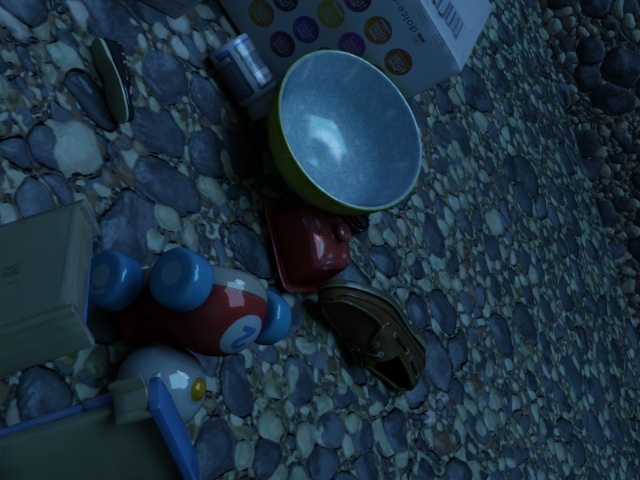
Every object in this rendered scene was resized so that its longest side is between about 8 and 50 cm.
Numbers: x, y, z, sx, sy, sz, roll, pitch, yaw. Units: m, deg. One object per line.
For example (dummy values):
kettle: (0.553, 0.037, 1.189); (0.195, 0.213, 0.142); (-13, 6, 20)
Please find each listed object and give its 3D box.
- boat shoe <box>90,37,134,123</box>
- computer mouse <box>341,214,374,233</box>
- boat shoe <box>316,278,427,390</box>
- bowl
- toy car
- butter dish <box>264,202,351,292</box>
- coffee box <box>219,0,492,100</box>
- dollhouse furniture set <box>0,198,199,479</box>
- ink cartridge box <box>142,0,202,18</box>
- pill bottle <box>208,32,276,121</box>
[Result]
boat shoe: (-0.292, -0.232, 1.138); (0.042, 0.049, 0.133); (-9, 75, -46)
computer mouse: (0.074, -0.162, 1.571); (0.188, 0.072, 0.272); (47, 40, -26)
boat shoe: (0.100, 0.173, 1.392); (0.307, 0.110, 0.105); (38, 50, -39)
bowl: (0.017, -0.163, 1.357); (0.289, 0.156, 0.290); (12, 66, -29)
toy car: (-0.176, 0.154, 0.982); (0.219, 0.210, 0.238); (33, 60, -55)
butter dish: (0.000, 0.000, 1.347); (0.159, 0.118, 0.160); (1, 72, -52)
coffee box: (0.080, -0.451, 1.500); (0.338, 0.334, 0.338); (54, 36, -19)
dollhouse furniture set: (-0.308, 0.161, 0.848); (0.198, 0.286, 0.304); (-109, -178, -56)
ink cartridge box: (-0.213, -0.496, 1.220); (0.171, 0.232, 0.168); (18, 59, -48)
pill bottle: (-0.126, -0.281, 1.360); (0.137, 0.078, 0.078); (58, 36, -15)
